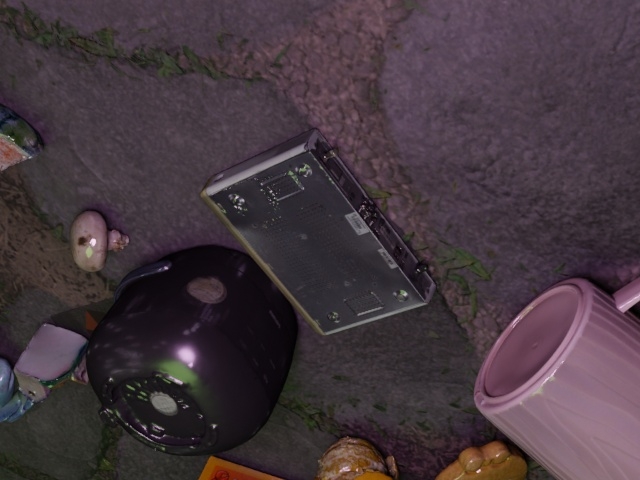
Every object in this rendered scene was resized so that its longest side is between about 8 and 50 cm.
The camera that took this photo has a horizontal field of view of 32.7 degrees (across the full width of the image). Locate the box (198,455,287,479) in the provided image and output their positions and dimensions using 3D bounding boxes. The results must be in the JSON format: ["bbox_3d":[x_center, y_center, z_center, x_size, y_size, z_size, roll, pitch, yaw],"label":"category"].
[{"bbox_3d":[-0.086,0.532,1.757,0.284,0.214,0.259,15,130,10],"label":"box"}]

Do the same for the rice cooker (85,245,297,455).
[{"bbox_3d":[-0.173,0.154,1.456,0.267,0.224,0.267,13,135,14],"label":"rice cooker"}]

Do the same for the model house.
[{"bbox_3d":[-0.411,0.203,1.685,0.088,0.100,0.100,19,139,12],"label":"model house"}]

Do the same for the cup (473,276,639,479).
[{"bbox_3d":[0.361,0.183,1.260,0.273,0.208,0.288,38,134,-9],"label":"cup"}]

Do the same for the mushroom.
[{"bbox_3d":[-0.302,0.000,1.493,0.079,0.085,0.085,-3,138,-20],"label":"mushroom"}]

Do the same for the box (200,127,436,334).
[{"bbox_3d":[0.000,0.000,1.370,0.211,0.045,0.270,-19,119,37],"label":"box"}]

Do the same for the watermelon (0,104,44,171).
[{"bbox_3d":[-0.456,-0.139,1.438,0.187,0.071,0.139,21,142,-6],"label":"watermelon"}]

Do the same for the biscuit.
[{"bbox_3d":[0.204,0.365,1.543,0.184,0.035,0.249,6,132,-35],"label":"biscuit"}]

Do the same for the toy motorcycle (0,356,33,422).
[{"bbox_3d":[-0.589,0.247,1.788,0.260,0.154,0.206,-29,137,35],"label":"toy motorcycle"}]

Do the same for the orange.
[{"bbox_3d":[0.057,0.362,1.595,0.134,0.156,0.156,-5,129,2],"label":"orange"}]

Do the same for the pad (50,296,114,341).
[{"bbox_3d":[-0.301,0.145,1.658,0.211,0.003,0.143,-17,120,34],"label":"pad"}]
